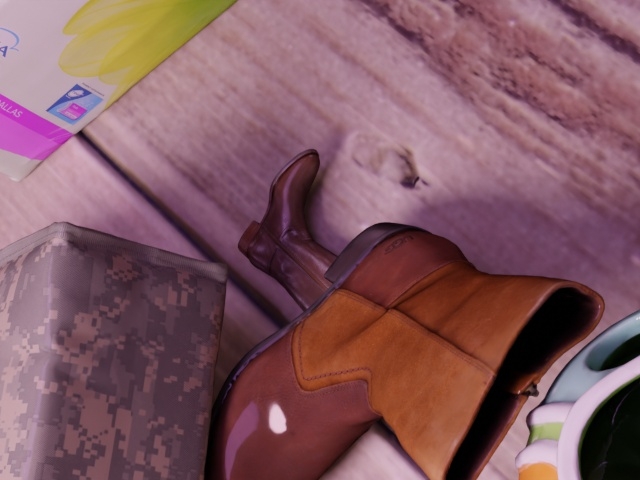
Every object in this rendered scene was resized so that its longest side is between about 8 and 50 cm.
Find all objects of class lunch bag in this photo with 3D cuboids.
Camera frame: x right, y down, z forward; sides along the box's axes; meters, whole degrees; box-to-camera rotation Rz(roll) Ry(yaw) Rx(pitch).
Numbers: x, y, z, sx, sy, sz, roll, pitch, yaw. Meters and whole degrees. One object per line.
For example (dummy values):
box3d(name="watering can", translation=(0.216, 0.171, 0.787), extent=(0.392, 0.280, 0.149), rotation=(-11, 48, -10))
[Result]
box3d(name="lunch bag", translation=(-0.207, 0.139, 1.075), extent=(0.287, 0.169, 0.235), rotation=(-19, 61, 52))

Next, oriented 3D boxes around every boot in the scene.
box3d(name="boot", translation=(0.042, 0.118, 0.930), extent=(0.264, 0.096, 0.280), rotation=(-48, 22, -6))
box3d(name="boot", translation=(0.000, 0.000, 1.096), extent=(0.114, 0.037, 0.106), rotation=(41, 107, 34))

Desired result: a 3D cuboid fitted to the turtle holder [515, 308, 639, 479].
box3d(name="turtle holder", translation=(0.264, 0.134, 0.808), extent=(0.320, 0.227, 0.243), rotation=(-7, 70, 25))

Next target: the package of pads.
box3d(name="package of pads", translation=(-0.226, -0.198, 1.165), extent=(0.296, 0.229, 0.101), rotation=(-39, 61, 10))
